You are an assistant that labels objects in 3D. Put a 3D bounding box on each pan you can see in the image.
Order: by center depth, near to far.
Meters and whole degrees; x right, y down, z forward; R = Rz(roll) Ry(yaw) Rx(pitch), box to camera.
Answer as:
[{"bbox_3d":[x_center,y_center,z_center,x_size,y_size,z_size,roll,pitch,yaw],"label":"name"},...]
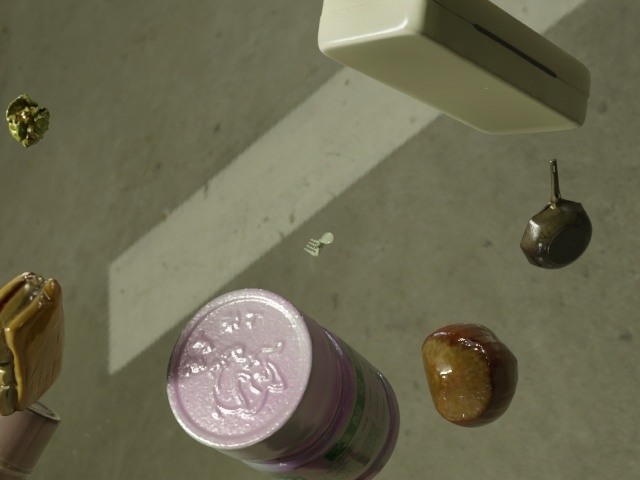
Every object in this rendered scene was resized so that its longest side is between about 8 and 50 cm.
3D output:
[{"bbox_3d":[0.394,-0.026,1.668,0.128,0.202,0.048,-38,37,2],"label":"pan"}]

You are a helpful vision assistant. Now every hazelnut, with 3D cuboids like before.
[{"bbox_3d":[0.302,0.258,1.930,0.210,0.186,0.210,0,74,2],"label":"hazelnut"}]

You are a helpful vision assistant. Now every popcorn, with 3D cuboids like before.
[{"bbox_3d":[-0.471,-0.191,1.573,0.068,0.059,0.083,-10,101,25],"label":"popcorn"}]

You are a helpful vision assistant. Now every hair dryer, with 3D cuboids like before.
[{"bbox_3d":[-0.554,0.245,1.359,0.189,0.344,0.107,-60,0,-7],"label":"hair dryer"}]

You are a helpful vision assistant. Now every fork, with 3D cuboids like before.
[{"bbox_3d":[0.005,0.004,1.659,0.034,0.028,0.219,-49,4,-9],"label":"fork"}]

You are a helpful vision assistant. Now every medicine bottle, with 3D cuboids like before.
[{"bbox_3d":[-0.037,0.214,1.332,0.212,0.325,0.212,-10,62,21],"label":"medicine bottle"}]

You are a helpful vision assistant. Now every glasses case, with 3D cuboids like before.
[{"bbox_3d":[0.145,-0.182,0.998,0.131,0.312,0.070,0,79,44],"label":"glasses case"}]

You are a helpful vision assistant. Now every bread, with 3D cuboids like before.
[{"bbox_3d":[-0.368,0.135,1.208,0.116,0.077,0.200,-60,-11,-45],"label":"bread"}]
